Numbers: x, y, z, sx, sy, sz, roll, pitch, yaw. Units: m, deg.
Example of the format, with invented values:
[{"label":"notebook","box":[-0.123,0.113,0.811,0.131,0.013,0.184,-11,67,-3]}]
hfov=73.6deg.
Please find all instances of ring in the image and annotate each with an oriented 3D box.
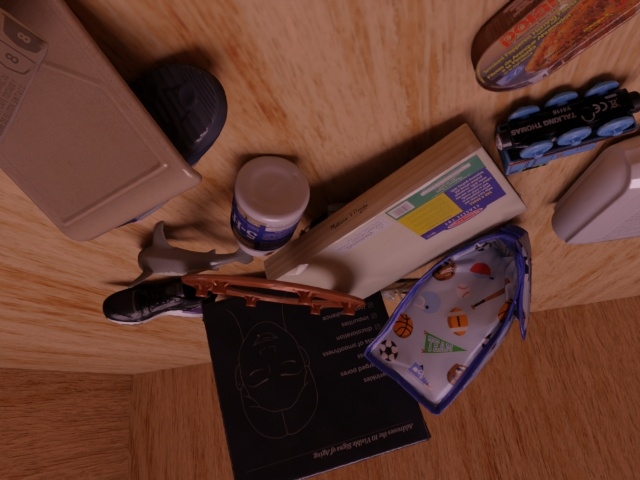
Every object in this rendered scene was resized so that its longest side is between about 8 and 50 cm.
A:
[{"label":"ring","box":[-0.086,0.107,0.792,0.337,0.032,0.336,6,167,1]}]

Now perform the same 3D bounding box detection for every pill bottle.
[{"label":"pill bottle","box":[-0.090,-0.043,0.701,0.112,0.111,0.186,-1,157,-15]}]

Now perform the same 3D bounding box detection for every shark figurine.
[{"label":"shark figurine","box":[-0.265,0.014,0.827,0.279,0.116,0.166,-4,-166,14]}]

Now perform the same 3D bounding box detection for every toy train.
[{"label":"toy train","box":[0.340,-0.157,0.603,0.184,0.080,0.105,-15,166,14]}]

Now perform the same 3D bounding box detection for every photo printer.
[{"label":"photo printer","box":[0.608,-0.100,0.782,0.256,0.107,0.307,-9,158,5]}]

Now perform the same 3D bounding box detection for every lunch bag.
[{"label":"lunch bag","box":[0.330,0.139,0.951,0.385,0.239,0.328,-61,159,18]}]

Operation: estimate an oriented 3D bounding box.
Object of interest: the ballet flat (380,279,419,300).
[{"label":"ballet flat","box":[0.251,0.165,1.403,0.207,0.067,0.073,-1,159,-14]}]

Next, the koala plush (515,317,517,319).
[{"label":"koala plush","box":[0.454,0.116,1.248,0.197,0.203,0.221,1,180,3]}]

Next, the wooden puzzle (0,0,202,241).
[{"label":"wooden puzzle","box":[-0.267,-0.118,0.442,0.221,0.044,0.238,-20,122,30]}]

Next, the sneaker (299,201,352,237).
[{"label":"sneaker","box":[0.000,0.000,0.884,0.115,0.105,0.281,11,142,-25]}]

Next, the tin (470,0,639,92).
[{"label":"tin","box":[0.243,-0.228,0.440,0.106,0.040,0.190,4,156,-35]}]

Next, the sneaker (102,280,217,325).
[{"label":"sneaker","box":[-0.413,0.144,1.125,0.284,0.107,0.124,-2,150,-33]}]

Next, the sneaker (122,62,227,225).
[{"label":"sneaker","box":[-0.208,-0.110,0.548,0.319,0.112,0.131,-24,177,33]}]

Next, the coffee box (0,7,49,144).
[{"label":"coffee box","box":[-0.448,-0.034,0.232,0.338,0.337,0.334,-20,143,32]}]

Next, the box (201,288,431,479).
[{"label":"box","box":[-0.024,0.365,1.186,0.481,0.471,0.297,-15,159,-4]}]

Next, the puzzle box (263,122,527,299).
[{"label":"puzzle box","box":[0.136,-0.010,0.763,0.409,0.052,0.272,-33,147,25]}]
